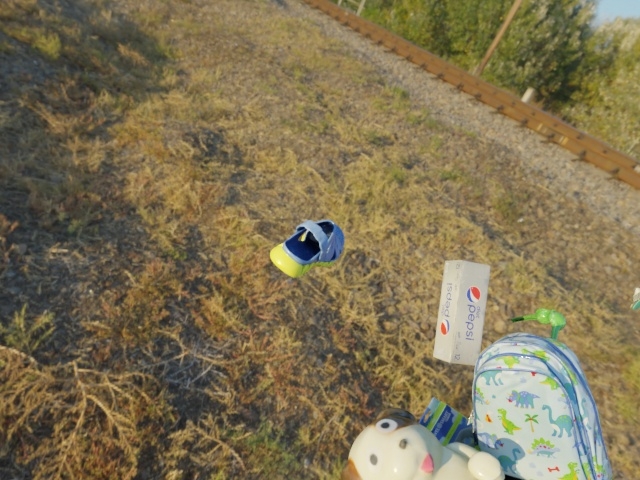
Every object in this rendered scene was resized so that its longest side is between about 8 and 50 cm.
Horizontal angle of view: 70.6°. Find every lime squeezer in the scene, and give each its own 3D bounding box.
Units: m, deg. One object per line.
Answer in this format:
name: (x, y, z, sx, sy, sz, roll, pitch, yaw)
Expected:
lime squeezer: (0.684, 0.258, 1.381, 0.059, 0.109, 0.310, 30, 7, -1)

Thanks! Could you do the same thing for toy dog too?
toy dog: (0.248, 0.546, 0.966, 0.408, 0.395, 0.284, 44, 66, 1)

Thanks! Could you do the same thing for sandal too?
sandal: (0.000, 0.000, 1.213, 0.126, 0.138, 0.317, 43, 24, 7)

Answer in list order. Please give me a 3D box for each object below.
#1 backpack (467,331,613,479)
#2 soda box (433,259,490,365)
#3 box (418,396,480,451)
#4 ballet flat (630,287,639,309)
backpack: (0.479, 0.389, 1.022, 0.290, 0.354, 0.274, -5, -11, 43)
soda box: (0.401, 0.203, 1.285, 0.098, 0.285, 0.091, 10, -7, -17)
box: (0.344, 0.500, 1.163, 0.178, 0.109, 0.042, 35, -13, -2)
ballet flat: (0.839, 0.129, 1.164, 0.041, 0.114, 0.041, 24, 30, -15)
